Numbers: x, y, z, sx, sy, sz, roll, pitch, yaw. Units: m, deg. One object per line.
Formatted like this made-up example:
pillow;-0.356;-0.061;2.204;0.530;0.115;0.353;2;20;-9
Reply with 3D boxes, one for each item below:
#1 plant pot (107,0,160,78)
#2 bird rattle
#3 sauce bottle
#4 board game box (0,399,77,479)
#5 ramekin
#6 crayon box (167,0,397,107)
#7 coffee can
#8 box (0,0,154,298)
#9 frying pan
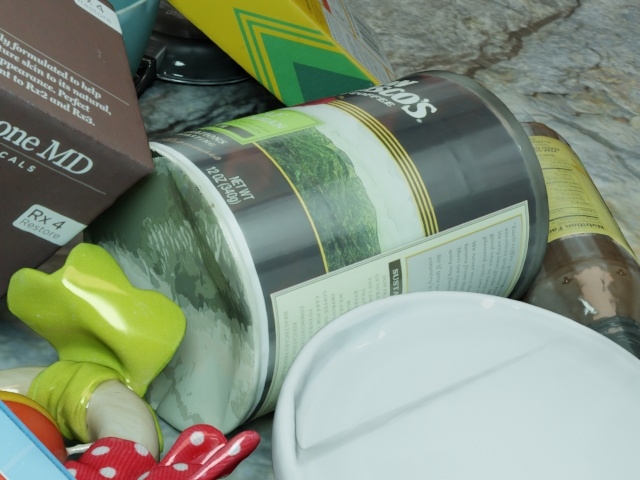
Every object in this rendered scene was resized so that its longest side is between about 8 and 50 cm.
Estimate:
plant pot;-0.288;-0.156;0.918;0.290;0.195;0.290;9;34;-6
bird rattle;-0.149;0.130;0.604;0.206;0.143;0.253;-11;36;-14
sauce bottle;0.203;0.030;0.882;0.111;0.111;0.344;5;37;-11
board game box;-0.166;0.218;0.341;0.302;0.086;0.308;46;56;1
ramekin;0.095;0.162;0.628;0.272;0.127;0.273;9;38;-7
crayon box;-0.057;-0.237;1.057;0.323;0.083;0.203;40;20;-32
coffee can;0.000;0.000;0.777;0.275;0.202;0.201;-19;45;-37
box;-0.242;-0.075;0.666;0.168;0.203;0.167;30;32;-45
frying pan;-0.193;-0.209;1.164;0.197;0.053;0.326;31;35;26
